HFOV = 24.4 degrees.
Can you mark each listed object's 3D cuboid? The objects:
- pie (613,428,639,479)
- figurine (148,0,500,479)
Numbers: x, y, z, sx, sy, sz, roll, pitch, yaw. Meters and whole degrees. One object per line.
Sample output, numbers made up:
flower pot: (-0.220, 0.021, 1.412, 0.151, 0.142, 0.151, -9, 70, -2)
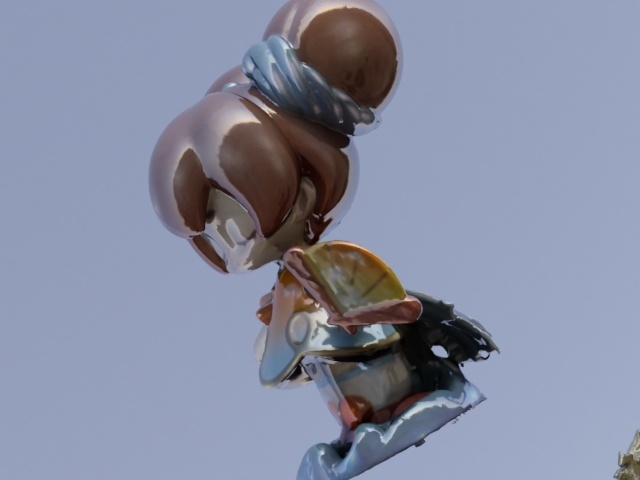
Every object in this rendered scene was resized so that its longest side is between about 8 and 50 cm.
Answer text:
pie: (0.422, 0.310, 1.592, 0.282, 0.068, 0.128, 46, -135, -6)
figurine: (0.000, 0.000, 1.312, 0.248, 0.276, 0.388, -27, -96, -35)
